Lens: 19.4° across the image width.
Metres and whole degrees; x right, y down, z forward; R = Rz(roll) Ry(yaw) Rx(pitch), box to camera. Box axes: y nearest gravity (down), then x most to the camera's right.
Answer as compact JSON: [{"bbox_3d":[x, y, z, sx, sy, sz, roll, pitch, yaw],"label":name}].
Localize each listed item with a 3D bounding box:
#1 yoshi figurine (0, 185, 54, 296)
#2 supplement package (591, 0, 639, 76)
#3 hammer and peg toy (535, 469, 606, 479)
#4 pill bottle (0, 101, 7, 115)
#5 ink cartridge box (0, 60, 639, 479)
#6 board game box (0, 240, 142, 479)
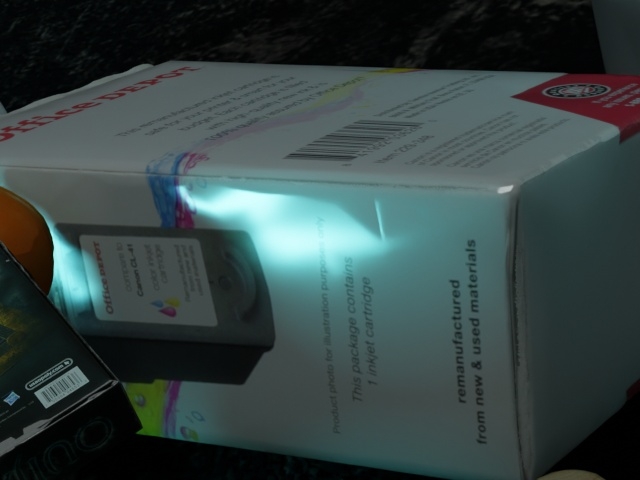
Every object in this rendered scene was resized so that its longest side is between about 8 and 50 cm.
[{"bbox_3d":[-0.175,0.148,0.662,0.203,0.203,0.362,-17,34,28],"label":"yoshi figurine"},{"bbox_3d":[0.225,-0.140,0.892,0.145,0.262,0.204,-21,32,-7],"label":"supplement package"},{"bbox_3d":[0.022,0.176,0.631,0.266,0.127,0.361,-16,32,1],"label":"hammer and peg toy"},{"bbox_3d":[-0.280,-0.011,1.060,0.121,0.121,0.216,16,45,40],"label":"pill bottle"},{"bbox_3d":[0.000,0.000,0.853,0.306,0.131,0.226,3,17,31],"label":"ink cartridge box"},{"bbox_3d":[-0.164,0.070,0.595,0.186,0.026,0.126,-32,40,-14],"label":"board game box"}]
